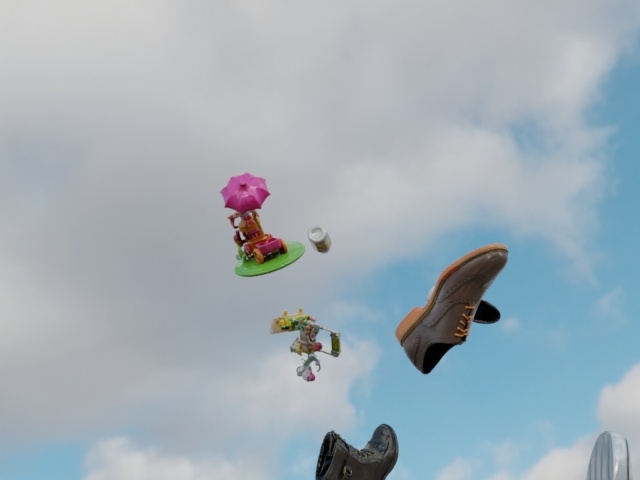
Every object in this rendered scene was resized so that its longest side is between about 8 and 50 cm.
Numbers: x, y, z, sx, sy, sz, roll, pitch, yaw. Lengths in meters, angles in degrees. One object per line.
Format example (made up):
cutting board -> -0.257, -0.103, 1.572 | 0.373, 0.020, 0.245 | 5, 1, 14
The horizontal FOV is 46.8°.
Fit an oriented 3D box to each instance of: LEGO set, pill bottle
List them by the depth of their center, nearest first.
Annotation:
pill bottle -> 0.000, 0.000, 1.603 | 0.043, 0.043, 0.083 | -18, -24, 4
LEGO set -> -0.024, 0.241, 1.822 | 0.107, 0.132, 0.287 | 16, -29, 25

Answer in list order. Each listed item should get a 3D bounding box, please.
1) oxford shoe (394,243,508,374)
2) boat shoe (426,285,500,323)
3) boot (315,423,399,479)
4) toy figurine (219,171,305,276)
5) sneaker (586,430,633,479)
oxford shoe -> 0.313, 0.156, 1.650 | 0.130, 0.133, 0.364 | 7, -48, -34
boat shoe -> 0.361, 0.166, 1.829 | 0.228, 0.076, 0.080 | 23, -92, -37
boot -> 0.092, 0.552, 1.907 | 0.091, 0.263, 0.229 | -15, -48, 39
toy figurine -> -0.119, -0.041, 1.269 | 0.130, 0.173, 0.159 | -24, -71, -19
sneaker -> 0.457, 0.418, 1.099 | 0.091, 0.258, 0.094 | 9, -24, -6
